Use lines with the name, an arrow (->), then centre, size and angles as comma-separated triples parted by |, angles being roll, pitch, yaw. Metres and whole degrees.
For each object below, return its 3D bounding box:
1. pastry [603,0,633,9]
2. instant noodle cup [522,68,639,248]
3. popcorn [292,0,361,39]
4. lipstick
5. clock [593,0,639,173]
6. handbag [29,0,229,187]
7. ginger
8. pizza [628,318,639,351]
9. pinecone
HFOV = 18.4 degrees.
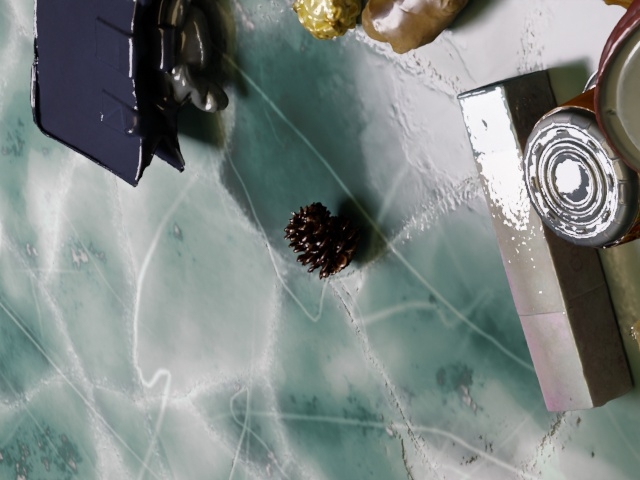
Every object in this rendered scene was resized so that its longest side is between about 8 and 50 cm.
pastry -> 0.278, -0.272, 1.566 | 0.256, 0.237, 0.170 | 55, 167, 12
instant noodle cup -> 0.261, -0.067, 1.739 | 0.177, 0.125, 0.208 | -23, 89, 50
popcorn -> 0.005, -0.245, 2.008 | 0.083, 0.057, 0.082 | -12, 104, 47
lipstick -> 0.214, 0.002, 1.869 | 0.068, 0.066, 0.317 | -10, 98, 49
clock -> 0.366, -0.114, 1.485 | 0.318, 0.318, 0.080 | -42, 34, 49
handbag -> -0.219, -0.244, 2.218 | 0.269, 0.118, 0.325 | 33, 130, 45
ginger -> 0.103, -0.247, 1.885 | 0.095, 0.069, 0.190 | 53, 137, 12
pizza -> 0.385, 0.175, 1.759 | 0.292, 0.058, 0.197 | 37, 132, 35
pinecone -> 0.000, 0.000, 2.104 | 0.083, 0.077, 0.077 | 28, 140, -14
